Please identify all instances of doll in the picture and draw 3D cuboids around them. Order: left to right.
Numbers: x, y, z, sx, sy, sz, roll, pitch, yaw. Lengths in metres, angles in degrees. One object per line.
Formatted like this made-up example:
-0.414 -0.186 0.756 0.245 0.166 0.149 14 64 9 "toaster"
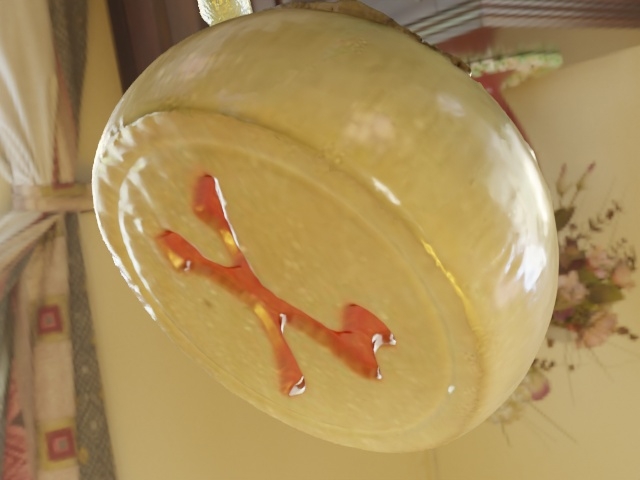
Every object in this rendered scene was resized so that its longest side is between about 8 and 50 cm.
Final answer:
-0.134 -0.339 1.206 0.071 0.104 0.214 -13 145 9 "doll"

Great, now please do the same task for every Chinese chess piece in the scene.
0.000 0.000 0.618 0.338 0.338 0.140 -9 -148 47 "Chinese chess piece"
